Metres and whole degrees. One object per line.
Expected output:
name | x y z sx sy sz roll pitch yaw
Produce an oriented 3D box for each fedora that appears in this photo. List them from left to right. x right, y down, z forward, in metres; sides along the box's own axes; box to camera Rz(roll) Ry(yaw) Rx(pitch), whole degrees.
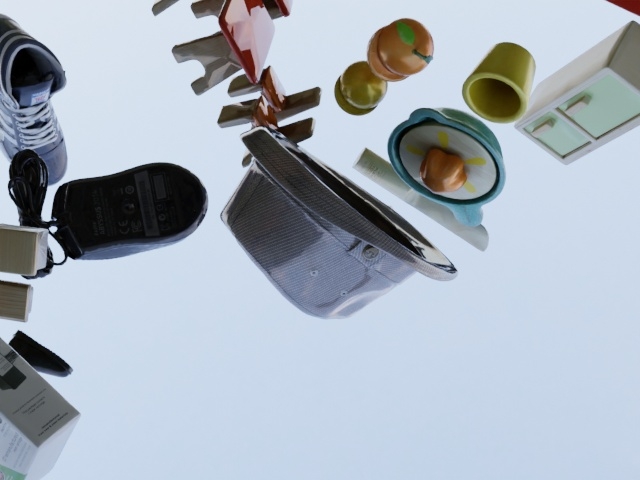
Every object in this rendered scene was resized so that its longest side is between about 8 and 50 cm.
fedora | 0.000 0.000 1.554 0.124 0.275 0.244 -51 -133 8

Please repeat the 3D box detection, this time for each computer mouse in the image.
computer mouse | -0.292 -0.041 2.086 0.272 0.072 0.189 -5 -106 -8

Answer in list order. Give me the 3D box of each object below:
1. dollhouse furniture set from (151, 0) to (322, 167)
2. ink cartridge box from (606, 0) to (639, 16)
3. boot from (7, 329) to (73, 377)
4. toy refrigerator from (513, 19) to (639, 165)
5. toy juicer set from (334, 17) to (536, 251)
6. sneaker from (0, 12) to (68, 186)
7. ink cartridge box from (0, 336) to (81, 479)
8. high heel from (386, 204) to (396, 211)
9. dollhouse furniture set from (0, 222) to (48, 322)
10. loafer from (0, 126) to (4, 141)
dollhouse furniture set | -0.074 -0.260 1.671 0.135 0.262 0.259 -21 -153 18
ink cartridge box | 0.540 -0.405 2.059 0.261 0.066 0.296 -49 -128 -8
boot | -0.458 0.205 2.324 0.121 0.045 0.099 32 -112 8
toy refrigerator | 0.381 -0.195 2.074 0.094 0.102 0.269 -58 -170 -21
toy juicer set | 0.103 -0.101 1.622 0.209 0.329 0.089 21 -125 9
sneaker | -0.421 -0.186 2.206 0.099 0.282 0.153 -28 -148 -22
ink cartridge box | -0.436 0.220 1.991 0.208 0.153 0.087 42 -135 10
high heel | 0.025 0.009 2.198 0.186 0.093 0.261 -10 -175 6
dollhouse furniture set | -0.318 0.075 1.237 0.160 0.182 0.101 6 -173 10
loafer | -0.498 -0.139 1.760 0.251 0.087 0.094 15 -168 -8
